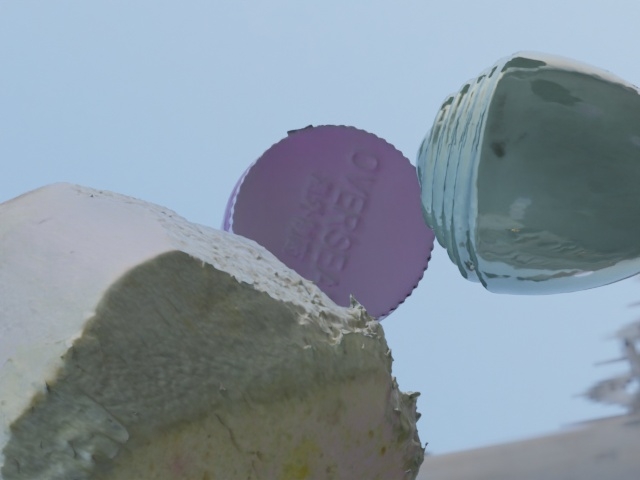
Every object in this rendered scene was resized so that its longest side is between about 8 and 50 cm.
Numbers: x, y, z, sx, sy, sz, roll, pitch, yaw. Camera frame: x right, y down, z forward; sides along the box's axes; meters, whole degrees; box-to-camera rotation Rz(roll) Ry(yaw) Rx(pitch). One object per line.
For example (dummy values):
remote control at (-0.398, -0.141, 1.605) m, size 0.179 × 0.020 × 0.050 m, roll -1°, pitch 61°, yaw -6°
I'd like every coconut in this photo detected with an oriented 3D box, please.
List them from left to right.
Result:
coconut at (-0.108, 0.124, 1.041) m, size 0.297 × 0.309 × 0.297 m, roll -11°, pitch -70°, yaw -31°

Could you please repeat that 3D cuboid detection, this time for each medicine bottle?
medicine bottle at (0.000, 0.000, 1.591) m, size 0.178 × 0.291 × 0.178 m, roll 0°, pitch -94°, yaw -4°

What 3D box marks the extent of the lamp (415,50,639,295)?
lamp at (0.132, -0.022, 0.752) m, size 0.106 × 0.193 × 0.106 m, roll 9°, pitch -90°, yaw -69°
